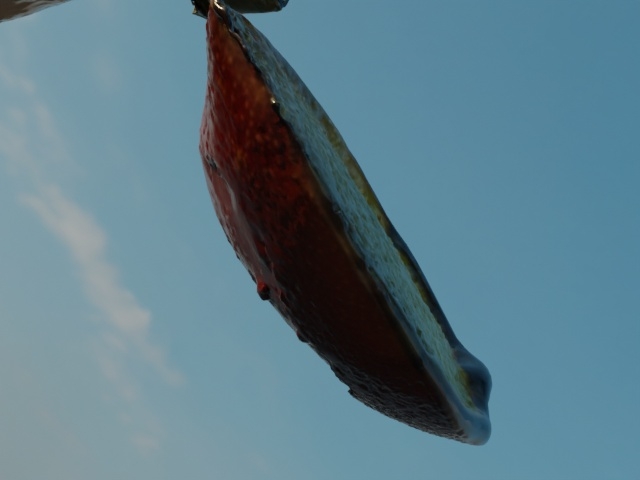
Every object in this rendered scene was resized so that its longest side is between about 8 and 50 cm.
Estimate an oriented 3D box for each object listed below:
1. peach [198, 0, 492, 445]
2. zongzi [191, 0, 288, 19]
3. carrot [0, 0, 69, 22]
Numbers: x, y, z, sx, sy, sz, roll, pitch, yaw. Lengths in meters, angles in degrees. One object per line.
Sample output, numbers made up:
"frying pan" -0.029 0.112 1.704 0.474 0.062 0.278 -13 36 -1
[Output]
"peach" -0.003 0.003 0.658 0.279 0.068 0.189 52 6 -45
"zongzi" -0.082 -0.335 1.258 0.112 0.242 0.221 4 -24 32
"carrot" -0.111 -0.227 0.794 0.254 0.196 0.196 -12 -47 13
